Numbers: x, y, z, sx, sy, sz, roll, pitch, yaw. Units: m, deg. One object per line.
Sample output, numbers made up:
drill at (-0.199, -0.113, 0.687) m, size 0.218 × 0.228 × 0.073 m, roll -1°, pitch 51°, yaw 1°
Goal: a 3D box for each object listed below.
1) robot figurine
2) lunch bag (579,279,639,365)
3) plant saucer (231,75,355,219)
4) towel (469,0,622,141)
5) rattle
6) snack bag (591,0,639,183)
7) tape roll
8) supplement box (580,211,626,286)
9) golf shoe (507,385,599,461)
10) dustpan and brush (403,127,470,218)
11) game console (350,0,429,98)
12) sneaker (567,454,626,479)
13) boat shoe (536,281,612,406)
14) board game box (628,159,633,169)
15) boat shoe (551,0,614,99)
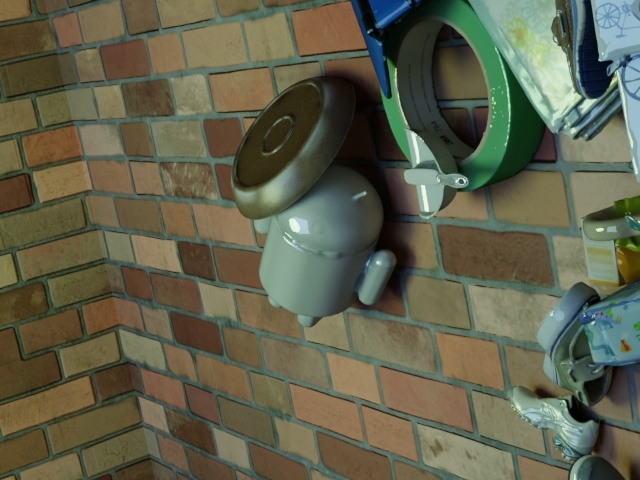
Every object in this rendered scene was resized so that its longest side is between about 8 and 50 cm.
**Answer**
robot figurine at (0.000, 0.000, 2.265) m, size 0.300 × 0.200 × 0.353 m, roll 31°, pitch 136°, yaw 13°
lunch bag at (0.456, 0.088, 1.574) m, size 0.219 × 0.176 × 0.090 m, roll -21°, pitch 88°, yaw 49°
plant saucer at (-0.063, -0.179, 2.222) m, size 0.311 × 0.050 × 0.310 m, roll -36°, pitch 35°, yaw 30°
towel at (0.337, -0.361, 1.642) m, size 0.374 × 0.090 × 0.320 m, roll 62°, pitch 145°, yaw 18°
rattle at (0.425, 0.014, 1.614) m, size 0.200 × 0.130 × 0.142 m, roll -153°, pitch 63°, yaw -75°
snack bag at (0.468, -0.240, 1.415) m, size 0.323 × 0.037 × 0.342 m, roll -6°, pitch 97°, yaw 39°
tape roll at (0.214, -0.238, 1.914) m, size 0.321 × 0.077 × 0.321 m, roll 33°, pitch 132°, yaw 47°
supplement box at (0.411, 0.012, 1.757) m, size 0.062 × 0.036 × 0.098 m, roll 10°, pitch 113°, yaw 57°
golf shoe at (0.374, 0.269, 1.946) m, size 0.176 × 0.069 × 0.086 m, roll 40°, pitch 117°, yaw 39°
dustpan and brush at (0.181, -0.100, 1.902) m, size 0.211 × 0.060 × 0.147 m, roll 7°, pitch 111°, yaw 58°
game console at (0.117, -0.417, 1.901) m, size 0.250 × 0.173 × 0.293 m, roll -33°, pitch 56°, yaw 25°
sneaker at (0.480, 0.438, 1.773) m, size 0.295 × 0.124 × 0.178 m, roll 61°, pitch 154°, yaw 5°
boat shoe at (0.378, 0.151, 1.760) m, size 0.094 × 0.109 × 0.302 m, roll 40°, pitch 170°, yaw 25°
board game box at (0.480, -0.122, 1.551) m, size 0.194 × 0.060 × 0.194 m, roll 57°, pitch 148°, yaw 24°
boat shoe at (0.331, -0.269, 1.558) m, size 0.066 × 0.066 × 0.183 m, roll 5°, pitch 98°, yaw 61°
